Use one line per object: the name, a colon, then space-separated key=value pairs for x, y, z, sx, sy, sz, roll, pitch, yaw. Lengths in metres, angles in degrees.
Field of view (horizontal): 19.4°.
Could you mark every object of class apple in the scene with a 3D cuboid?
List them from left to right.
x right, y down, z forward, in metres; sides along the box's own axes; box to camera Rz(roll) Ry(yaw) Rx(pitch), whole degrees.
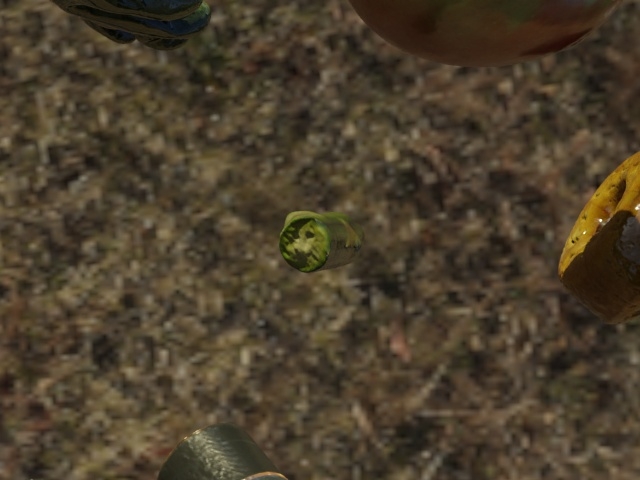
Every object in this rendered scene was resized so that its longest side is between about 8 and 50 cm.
apple: x=0.165 y=-0.325 z=1.901 sx=0.319 sy=0.277 sz=0.319 roll=10 pitch=72 yaw=-35

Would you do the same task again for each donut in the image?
donut: x=0.377 y=-0.007 z=2.218 sx=0.114 sy=0.226 sz=0.226 roll=33 pitch=57 yaw=-6

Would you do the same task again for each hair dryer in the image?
hair dryer: x=-0.149 y=0.251 z=1.621 sx=0.352 sy=0.189 sz=0.107 roll=8 pitch=118 yaw=-44

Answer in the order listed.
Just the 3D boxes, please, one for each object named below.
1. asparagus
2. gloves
asparagus: x=0.000 y=0.002 z=1.841 sx=0.060 sy=0.067 sz=0.277 roll=-59 pitch=172 yaw=5
gloves: x=-0.135 y=-0.197 z=1.113 sx=0.268 sy=0.107 sz=0.135 roll=77 pitch=7 yaw=-59
